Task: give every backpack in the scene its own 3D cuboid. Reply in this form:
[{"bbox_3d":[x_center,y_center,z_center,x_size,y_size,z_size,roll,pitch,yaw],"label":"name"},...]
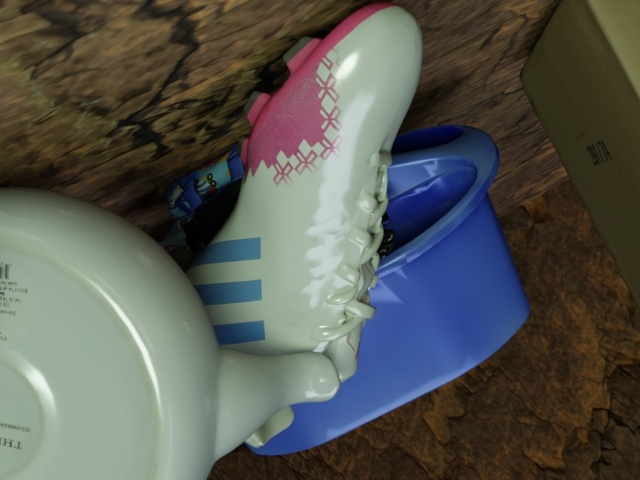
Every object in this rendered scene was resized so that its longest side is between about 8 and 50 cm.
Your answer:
[{"bbox_3d":[-0.057,0.000,1.229,0.173,0.117,0.158,-31,173,34],"label":"backpack"}]

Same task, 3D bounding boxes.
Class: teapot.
[{"bbox_3d":[-0.168,0.079,0.965,0.252,0.256,0.187,-40,-178,15],"label":"teapot"}]

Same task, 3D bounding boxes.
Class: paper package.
[{"bbox_3d":[0.306,-0.070,1.257,0.168,0.310,0.325,-26,173,-5],"label":"paper package"}]

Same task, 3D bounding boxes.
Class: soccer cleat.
[{"bbox_3d":[0.000,0.000,1.032,0.116,0.143,0.331,-27,158,-46],"label":"soccer cleat"}]

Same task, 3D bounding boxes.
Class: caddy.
[{"bbox_3d":[0.013,0.025,1.408,0.341,0.179,0.241,-28,-158,9],"label":"caddy"}]
